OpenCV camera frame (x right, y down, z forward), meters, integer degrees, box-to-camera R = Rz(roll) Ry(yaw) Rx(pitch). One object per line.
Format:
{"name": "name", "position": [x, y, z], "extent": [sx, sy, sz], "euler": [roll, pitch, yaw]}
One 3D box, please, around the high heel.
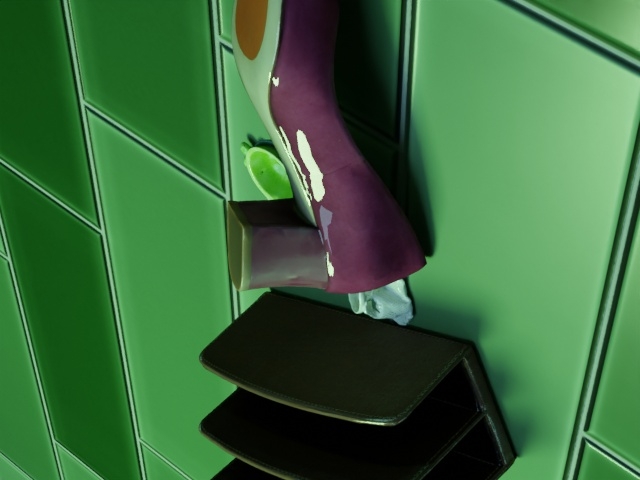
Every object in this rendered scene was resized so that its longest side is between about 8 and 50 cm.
{"name": "high heel", "position": [0.020, -0.123, 1.310], "extent": [0.127, 0.181, 0.377], "euler": [-117, 27, -51]}

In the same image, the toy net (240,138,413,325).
{"name": "toy net", "position": [0.000, 0.000, 1.479], "extent": [0.232, 0.045, 0.122], "euler": [55, 149, -11]}

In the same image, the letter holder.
{"name": "letter holder", "position": [-0.001, 0.194, 1.533], "extent": [0.302, 0.214, 0.152], "euler": [12, 134, 47]}
